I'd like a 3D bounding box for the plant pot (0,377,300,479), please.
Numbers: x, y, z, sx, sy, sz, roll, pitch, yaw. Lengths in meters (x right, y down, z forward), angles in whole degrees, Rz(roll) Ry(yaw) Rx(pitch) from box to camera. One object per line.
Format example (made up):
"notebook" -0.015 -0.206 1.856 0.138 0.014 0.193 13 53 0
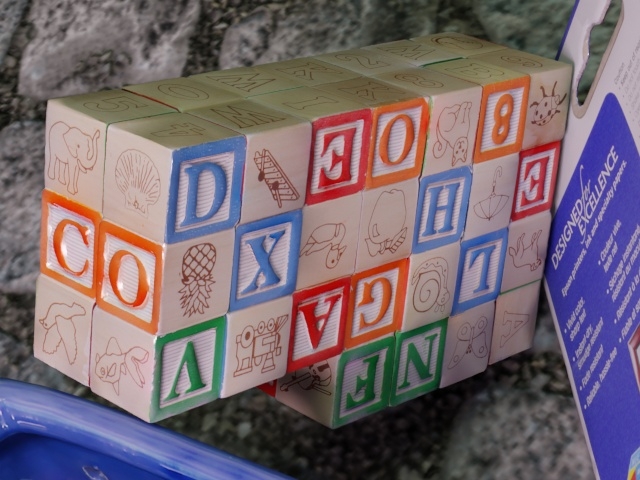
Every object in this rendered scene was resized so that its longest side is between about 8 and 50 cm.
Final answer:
"plant pot" -0.086 0.234 0.700 0.236 0.212 0.236 14 57 30

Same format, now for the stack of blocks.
"stack of blocks" 0.000 0.000 0.791 0.087 0.171 0.297 23 26 38

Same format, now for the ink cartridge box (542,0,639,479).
"ink cartridge box" 0.189 -0.013 0.756 0.072 0.303 0.307 1 51 -11
